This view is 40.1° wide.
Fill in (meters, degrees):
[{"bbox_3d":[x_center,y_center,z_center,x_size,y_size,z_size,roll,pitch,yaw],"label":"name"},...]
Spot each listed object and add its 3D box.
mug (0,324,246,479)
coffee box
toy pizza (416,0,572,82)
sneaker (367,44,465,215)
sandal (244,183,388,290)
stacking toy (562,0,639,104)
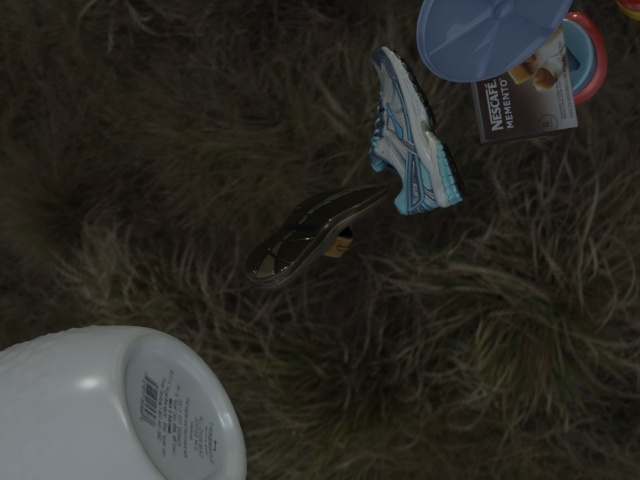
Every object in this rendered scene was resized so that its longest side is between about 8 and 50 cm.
[{"bbox_3d":[-0.245,0.250,0.735,0.328,0.374,0.276,-31,113,18],"label":"mug"},{"bbox_3d":[0.290,-0.274,1.314,0.141,0.098,0.246,-8,91,5],"label":"coffee box"},{"bbox_3d":[0.191,-0.260,0.956,0.201,0.201,0.032,-53,48,29],"label":"toy pizza"},{"bbox_3d":[0.120,-0.172,1.371,0.122,0.110,0.283,-24,75,13],"label":"sneaker"},{"bbox_3d":[0.000,0.000,0.998,0.090,0.219,0.060,5,126,37],"label":"sandal"},{"bbox_3d":[0.393,-0.395,1.419,0.279,0.130,0.309,49,116,26],"label":"stacking toy"}]
